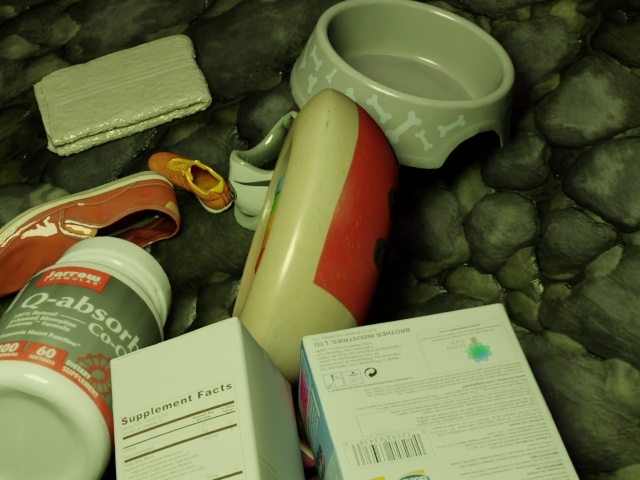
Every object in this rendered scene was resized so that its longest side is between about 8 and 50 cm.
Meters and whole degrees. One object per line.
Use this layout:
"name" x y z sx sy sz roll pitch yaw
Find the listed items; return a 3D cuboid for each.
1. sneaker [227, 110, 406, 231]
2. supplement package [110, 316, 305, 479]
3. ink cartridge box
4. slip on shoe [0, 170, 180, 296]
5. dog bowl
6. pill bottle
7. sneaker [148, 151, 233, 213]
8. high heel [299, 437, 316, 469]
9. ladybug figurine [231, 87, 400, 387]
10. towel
"sneaker" 0.013 -0.142 2.173 0.330 0.146 0.122 -28 45 -16
"supplement package" -0.126 0.273 1.698 0.175 0.177 0.293 -20 50 12
"ink cartridge box" 0.142 0.278 1.707 0.270 0.151 0.395 -9 43 -9
"slip on shoe" -0.356 0.002 2.142 0.331 0.123 0.101 -23 50 -16
"dog bowl" 0.133 -0.248 2.184 0.348 0.102 0.349 11 37 -8
"pill bottle" -0.322 0.154 1.871 0.210 0.210 0.363 -1 29 12
"sneaker" -0.200 -0.105 2.238 0.175 0.067 0.064 26 59 34
"high heel" -0.123 0.264 1.874 0.244 0.082 0.117 27 85 19
"ladybug figurine" 0.000 0.000 1.947 0.162 0.305 0.449 18 65 -7
"towel" -0.329 -0.241 2.415 0.282 0.049 0.187 -18 47 -5
